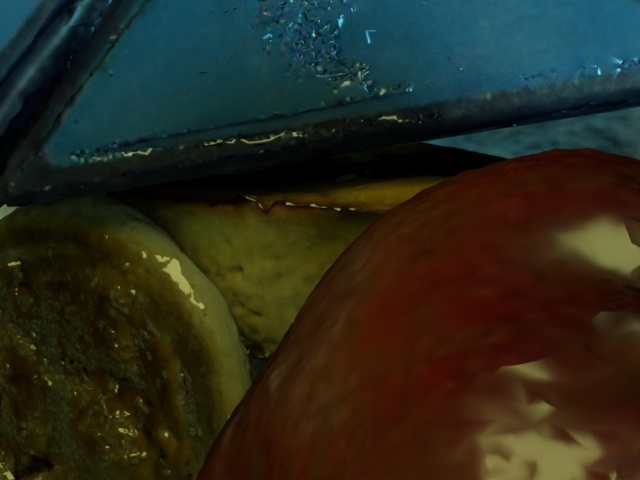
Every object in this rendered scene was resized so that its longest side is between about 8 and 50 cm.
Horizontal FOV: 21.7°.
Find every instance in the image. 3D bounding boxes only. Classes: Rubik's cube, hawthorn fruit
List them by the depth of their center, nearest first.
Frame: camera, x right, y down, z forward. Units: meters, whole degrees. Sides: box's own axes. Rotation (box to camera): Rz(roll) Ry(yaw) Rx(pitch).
[{"bbox_3d":[0.059,0.099,0.511,0.261,0.224,0.224,-33,34,37],"label":"hawthorn fruit"},{"bbox_3d":[-0.004,-0.195,0.652,0.307,0.305,0.310,-7,11,-3],"label":"Rubik's cube"}]

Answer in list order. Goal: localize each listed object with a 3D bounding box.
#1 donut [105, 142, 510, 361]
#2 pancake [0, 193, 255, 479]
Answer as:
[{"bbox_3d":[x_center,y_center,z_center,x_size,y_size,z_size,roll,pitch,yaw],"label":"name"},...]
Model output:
[{"bbox_3d":[0.000,0.000,0.648,0.166,0.073,0.184,-8,11,-40],"label":"donut"},{"bbox_3d":[-0.086,0.061,0.605,0.158,0.158,0.028,31,24,29],"label":"pancake"}]
